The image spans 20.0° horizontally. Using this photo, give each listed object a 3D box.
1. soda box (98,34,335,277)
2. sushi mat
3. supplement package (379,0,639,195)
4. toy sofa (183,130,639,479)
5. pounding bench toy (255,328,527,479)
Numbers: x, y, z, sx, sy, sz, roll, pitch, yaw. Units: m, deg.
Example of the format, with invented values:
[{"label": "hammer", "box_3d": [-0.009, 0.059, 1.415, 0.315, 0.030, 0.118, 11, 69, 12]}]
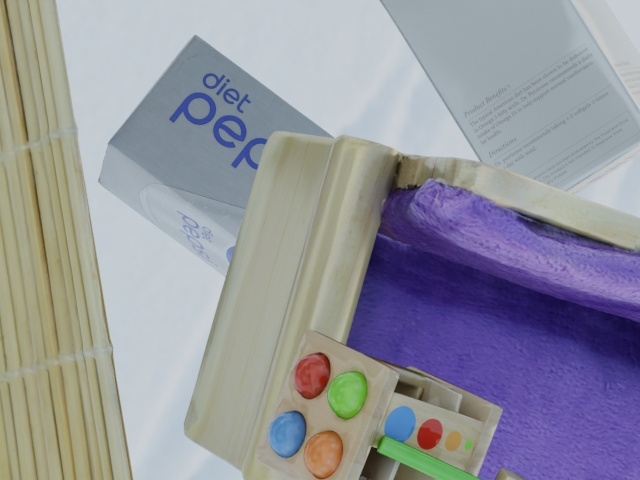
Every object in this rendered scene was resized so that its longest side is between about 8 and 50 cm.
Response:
[{"label": "soda box", "box_3d": [0.000, 0.000, 1.159, 0.098, 0.286, 0.091, -53, 180, -18]}, {"label": "sushi mat", "box_3d": [-0.127, -0.019, 0.579, 0.019, 0.151, 0.317, -9, 90, -52]}, {"label": "supplement package", "box_3d": [0.133, -0.118, 1.148, 0.179, 0.105, 0.105, 59, 23, 6]}, {"label": "toy sofa", "box_3d": [0.138, 0.073, 0.808, 0.362, 0.177, 0.150, 17, 90, -25]}, {"label": "pounding bench toy", "box_3d": [0.027, 0.072, 0.639, 0.065, 0.083, 0.052, 22, 90, -38]}]
